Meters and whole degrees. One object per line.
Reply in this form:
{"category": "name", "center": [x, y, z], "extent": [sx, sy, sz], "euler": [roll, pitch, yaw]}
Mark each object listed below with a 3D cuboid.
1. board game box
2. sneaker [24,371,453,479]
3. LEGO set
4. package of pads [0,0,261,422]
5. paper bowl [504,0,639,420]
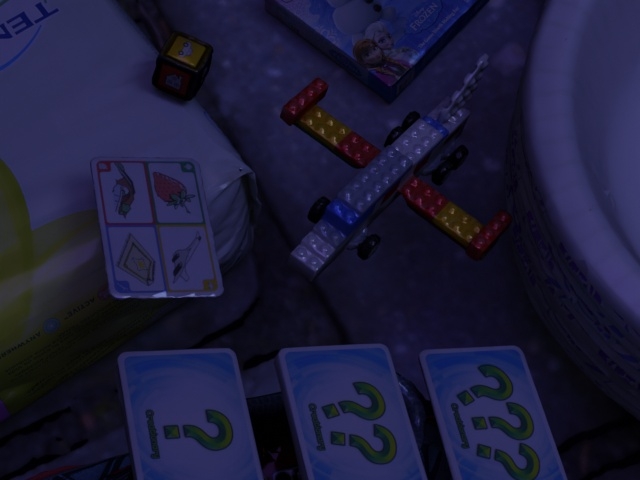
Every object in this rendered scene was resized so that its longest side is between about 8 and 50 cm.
{"category": "board game box", "center": [0.032, -0.133, 0.846], "extent": [0.090, 0.020, 0.090], "euler": [38, 71, 16]}
{"category": "sneaker", "center": [-0.066, 0.114, 0.680], "extent": [0.262, 0.125, 0.104], "euler": [-21, 65, -10]}
{"category": "LEGO set", "center": [0.000, 0.000, 0.663], "extent": [0.182, 0.060, 0.244], "euler": [0, 53, -19]}
{"category": "package of pads", "center": [-0.203, -0.014, 0.748], "extent": [0.296, 0.101, 0.229], "euler": [-34, 71, -14]}
{"category": "paper bowl", "center": [0.227, -0.027, 0.733], "extent": [0.284, 0.148, 0.284], "euler": [0, 67, 0]}
